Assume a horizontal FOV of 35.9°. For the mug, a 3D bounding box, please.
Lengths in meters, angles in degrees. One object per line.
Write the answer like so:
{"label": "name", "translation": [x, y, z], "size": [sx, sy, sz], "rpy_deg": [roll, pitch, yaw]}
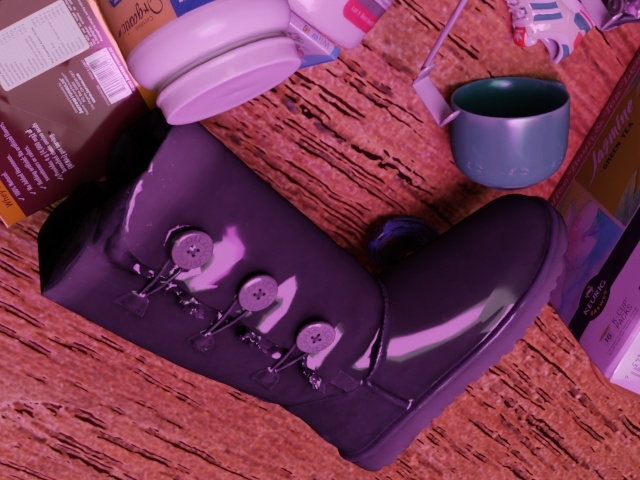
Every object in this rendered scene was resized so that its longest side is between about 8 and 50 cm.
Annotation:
{"label": "mug", "translation": [0.222, -0.117, 1.103], "size": [0.157, 0.129, 0.097], "rpy_deg": [-10, 119, -11]}

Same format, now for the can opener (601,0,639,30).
{"label": "can opener", "translation": [0.385, -0.281, 1.001], "size": [0.095, 0.283, 0.076], "rpy_deg": [-4, 87, -27]}

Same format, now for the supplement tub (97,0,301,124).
{"label": "supplement tub", "translation": [-0.111, -0.211, 0.813], "size": [0.144, 0.144, 0.200], "rpy_deg": [-25, 88, -3]}

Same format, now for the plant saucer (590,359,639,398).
{"label": "plant saucer", "translation": [0.467, 0.138, 1.355], "size": [0.199, 0.037, 0.200], "rpy_deg": [-7, 118, -13]}

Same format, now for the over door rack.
{"label": "over door rack", "translation": [0.191, -0.266, 0.900], "size": [0.239, 0.108, 0.324], "rpy_deg": [-31, 162, -11]}

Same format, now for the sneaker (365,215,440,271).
{"label": "sneaker", "translation": [0.145, 0.048, 1.187], "size": [0.221, 0.087, 0.083], "rpy_deg": [35, 102, -28]}

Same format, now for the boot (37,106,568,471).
{"label": "boot", "translation": [-0.001, 0.002, 0.990], "size": [0.445, 0.146, 0.367], "rpy_deg": [37, 93, -27]}

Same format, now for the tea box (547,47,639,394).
{"label": "tea box", "translation": [0.425, -0.017, 1.087], "size": [0.220, 0.323, 0.329], "rpy_deg": [24, 107, -14]}

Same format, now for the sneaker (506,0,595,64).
{"label": "sneaker", "translation": [0.229, -0.253, 1.078], "size": [0.161, 0.057, 0.075], "rpy_deg": [30, 99, -30]}

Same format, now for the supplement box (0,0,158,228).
{"label": "supplement box", "translation": [-0.264, -0.155, 0.944], "size": [0.194, 0.129, 0.191], "rpy_deg": [-28, 120, -1]}

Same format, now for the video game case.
{"label": "video game case", "translation": [-0.073, -0.222, 0.975], "size": [0.166, 0.119, 0.015], "rpy_deg": [33, 75, -27]}

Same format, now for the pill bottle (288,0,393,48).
{"label": "pill bottle", "translation": [0.060, -0.352, 0.912], "size": [0.176, 0.176, 0.318], "rpy_deg": [34, 103, -27]}
